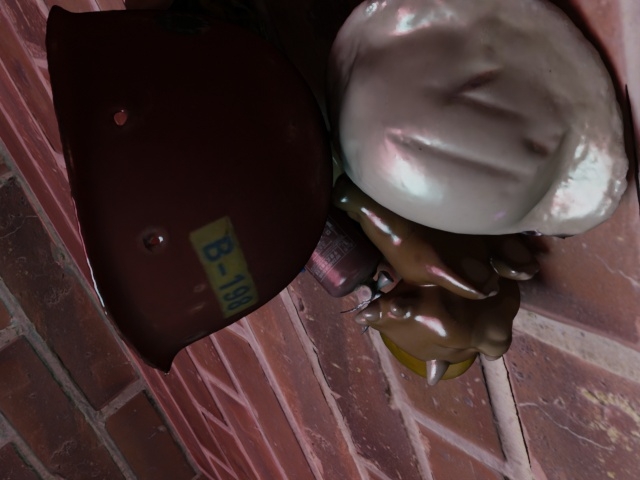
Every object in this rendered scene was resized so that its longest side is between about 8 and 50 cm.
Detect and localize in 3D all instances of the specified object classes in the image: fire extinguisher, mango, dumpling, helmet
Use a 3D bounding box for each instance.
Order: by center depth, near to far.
[{"bbox_3d":[0.133,-0.119,0.688,0.175,0.243,0.227,-97,18,-49],"label":"dumpling"},{"bbox_3d":[-0.102,-0.063,0.771,0.385,0.230,0.338,79,174,-47],"label":"helmet"},{"bbox_3d":[0.138,0.127,1.051,0.130,0.092,0.194,50,164,0],"label":"mango"},{"bbox_3d":[0.000,0.000,1.093,0.269,0.105,0.105,47,155,8],"label":"fire extinguisher"}]

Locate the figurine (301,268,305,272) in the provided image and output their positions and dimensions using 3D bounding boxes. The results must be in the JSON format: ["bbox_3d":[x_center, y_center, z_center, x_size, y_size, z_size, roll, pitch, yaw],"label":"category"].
[{"bbox_3d":[-0.069,-0.005,1.262,0.077,0.079,0.136,156,101,-68],"label":"figurine"}]

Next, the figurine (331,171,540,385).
[{"bbox_3d":[0.109,0.032,0.864,0.247,0.177,0.173,36,134,6],"label":"figurine"}]

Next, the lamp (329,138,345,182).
[{"bbox_3d":[-0.066,-0.051,0.994,0.121,0.214,0.121,44,162,19],"label":"lamp"}]

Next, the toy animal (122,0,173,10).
[{"bbox_3d":[-0.136,-0.381,0.743,0.213,0.195,0.256,-13,110,54],"label":"toy animal"}]

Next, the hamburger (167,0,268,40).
[{"bbox_3d":[-0.141,-0.233,1.003,0.276,0.150,0.261,-150,46,-73],"label":"hamburger"}]
